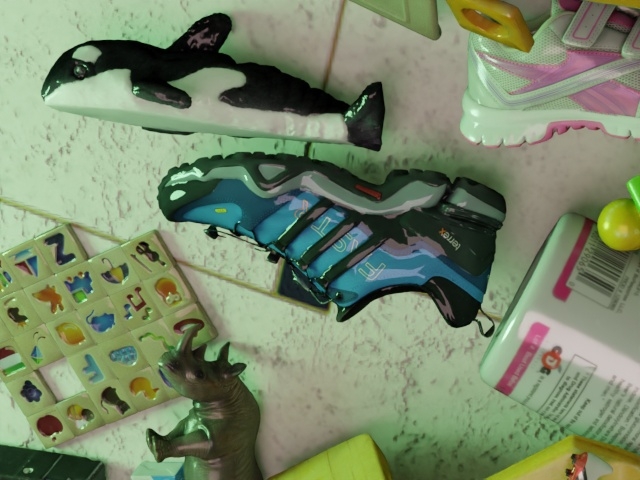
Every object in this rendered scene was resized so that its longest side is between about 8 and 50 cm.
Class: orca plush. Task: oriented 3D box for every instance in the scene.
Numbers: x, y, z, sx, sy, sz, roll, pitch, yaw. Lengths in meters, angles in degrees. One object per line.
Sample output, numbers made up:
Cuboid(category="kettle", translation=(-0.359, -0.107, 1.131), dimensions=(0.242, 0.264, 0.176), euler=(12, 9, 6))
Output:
Cuboid(category="orca plush", translation=(-0.085, -0.145, 1.452), dimensions=(0.287, 0.151, 0.102), euler=(5, 84, 19))

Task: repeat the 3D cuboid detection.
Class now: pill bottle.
Cuboid(category="pill bottle", translation=(0.286, 0.109, 1.409), dimensions=(0.283, 0.160, 0.160), euler=(29, 119, 5))

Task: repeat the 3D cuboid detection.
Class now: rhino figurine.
Cuboid(category="rhino figurine", translation=(-0.106, 0.185, 1.617), dimensions=(0.106, 0.073, 0.243), euler=(-9, 114, -13))

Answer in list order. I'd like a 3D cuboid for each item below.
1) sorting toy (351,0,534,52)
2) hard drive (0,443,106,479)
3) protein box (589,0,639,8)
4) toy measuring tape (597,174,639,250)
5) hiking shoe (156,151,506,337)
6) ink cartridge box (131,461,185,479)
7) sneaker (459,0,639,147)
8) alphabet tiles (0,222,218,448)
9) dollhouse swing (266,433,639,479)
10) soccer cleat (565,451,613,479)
Cuboid(category="sorting toy", translation=(0.016, -0.235, 1.335), dimensions=(0.348, 0.196, 0.047), euler=(27, 82, 13))
Cuboid(category="hard drive", translation=(-0.376, 0.312, 1.776), dimensions=(0.339, 0.064, 0.237), euler=(6, 115, 16))
Cuboid(category="protein box", translation=(0.219, -0.260, 1.239), dimensions=(0.200, 0.201, 0.136), euler=(11, 116, 13))
Cuboid(category="toy measuring tape", translation=(0.370, -0.066, 1.351), dimensions=(0.330, 0.121, 0.121), euler=(-24, 105, 5))
Cuboid(category="hiking shoe", translation=(0.000, 0.000, 1.459), dimensions=(0.304, 0.113, 0.132), euler=(6, 86, 16))
Cuboid(category="ink cartridge box", translation=(-0.151, 0.259, 1.697), dimensions=(0.048, 0.028, 0.083), euler=(-2, 113, 19))
Cuboid(category="sneaker", translation=(0.221, -0.142, 1.349), dimensions=(0.252, 0.103, 0.111), euler=(-5, 113, 19))
Cuboid(category="alphabet tiles", translation=(-0.221, 0.081, 1.651), dimensions=(0.237, 0.009, 0.198), euler=(-23, 104, 25))
Cuboid(category="dollhouse swing", translation=(0.172, 0.309, 1.524), dimensions=(0.305, 0.315, 0.347), euler=(-34, 101, 3))
Cuboid(category="soccer cleat", translation=(0.197, 0.203, 1.339), dimensions=(0.035, 0.029, 0.083), euler=(21, 103, 3))
